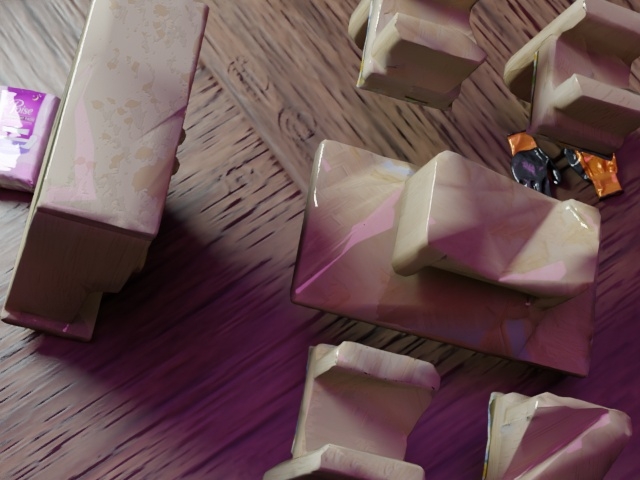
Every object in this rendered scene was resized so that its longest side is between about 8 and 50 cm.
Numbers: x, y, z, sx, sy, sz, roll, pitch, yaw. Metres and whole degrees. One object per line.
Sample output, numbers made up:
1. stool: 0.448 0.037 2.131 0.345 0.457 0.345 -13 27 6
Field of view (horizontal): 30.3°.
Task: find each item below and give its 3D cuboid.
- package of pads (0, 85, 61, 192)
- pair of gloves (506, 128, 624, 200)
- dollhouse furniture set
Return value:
1. package of pads: -0.238 -0.079 0.935 0.050 0.032 0.083 10 67 2
2. pair of gloves: 0.192 -0.060 0.932 0.083 0.010 0.074 -13 67 -4
3. dollhouse furniture set: 0.000 0.000 0.832 0.394 0.256 0.362 16 69 -15
